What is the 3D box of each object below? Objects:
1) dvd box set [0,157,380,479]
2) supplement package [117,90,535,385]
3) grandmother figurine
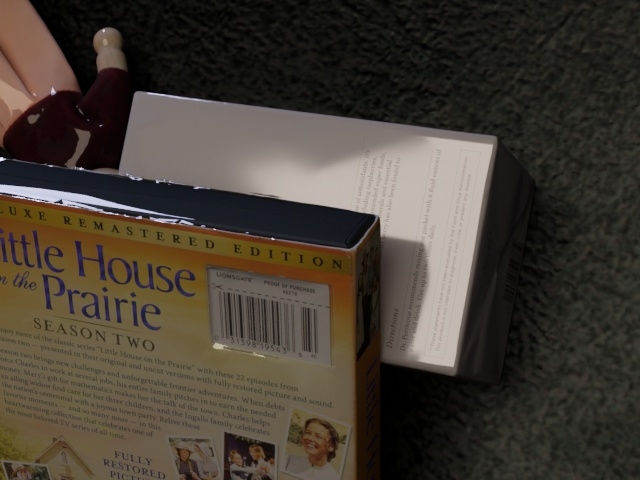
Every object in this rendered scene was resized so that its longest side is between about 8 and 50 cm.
[{"bbox_3d":[-0.105,0.156,1.013,0.308,0.062,0.420,8,118,19],"label":"dvd box set"},{"bbox_3d":[0.000,0.000,1.067,0.293,0.175,0.177,10,85,19],"label":"supplement package"},{"bbox_3d":[-0.251,-0.104,1.208,0.208,0.104,0.342,-46,68,15],"label":"grandmother figurine"}]
